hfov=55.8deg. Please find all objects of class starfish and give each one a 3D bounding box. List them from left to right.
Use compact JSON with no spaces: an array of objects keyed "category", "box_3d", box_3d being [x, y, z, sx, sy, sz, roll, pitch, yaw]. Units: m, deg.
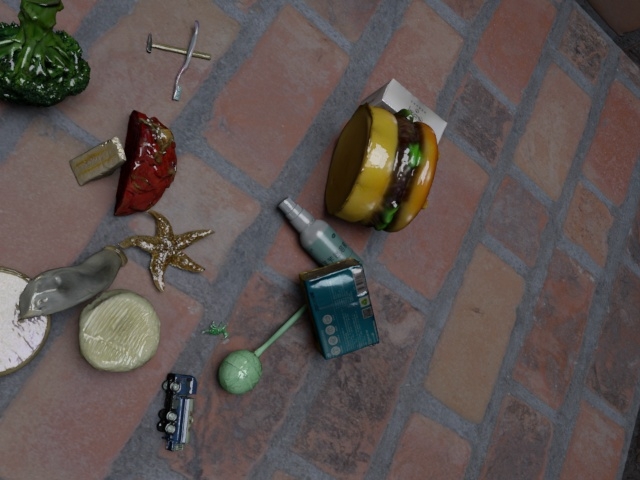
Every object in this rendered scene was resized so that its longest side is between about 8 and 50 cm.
[{"category":"starfish","box_3d":[-0.431,0.026,1.713,0.277,0.062,0.236,-8,84,-33]}]

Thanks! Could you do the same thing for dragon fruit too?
[{"category":"dragon fruit","box_3d":[-0.457,-0.218,1.667,0.152,0.205,0.317,13,75,-26]}]

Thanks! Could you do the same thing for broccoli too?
[{"category":"broccoli","box_3d":[-0.742,-0.486,1.531,0.297,0.297,0.298,14,38,-12]}]

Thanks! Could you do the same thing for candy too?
[{"category":"candy","box_3d":[-0.135,0.286,1.808,0.440,0.119,0.119,-43,101,-35]}]

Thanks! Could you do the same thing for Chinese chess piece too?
[{"category":"Chinese chess piece","box_3d":[-0.795,0.195,1.455,0.269,0.112,0.270,6,78,-28]}]

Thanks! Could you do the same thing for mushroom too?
[{"category":"mushroom","box_3d":[-0.610,0.103,1.515,0.109,0.097,0.351,57,27,-3]}]

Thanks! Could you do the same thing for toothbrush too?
[{"category":"toothbrush","box_3d":[-0.410,-0.552,1.851,0.027,0.021,0.269,22,76,-38]}]

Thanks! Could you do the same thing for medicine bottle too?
[{"category":"medicine bottle","box_3d":[0.000,0.000,1.921,0.352,0.110,0.110,47,63,-13]}]

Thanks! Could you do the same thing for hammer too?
[{"category":"hammer","box_3d":[-0.434,-0.589,1.863,0.198,0.013,0.063,4,78,-28]}]

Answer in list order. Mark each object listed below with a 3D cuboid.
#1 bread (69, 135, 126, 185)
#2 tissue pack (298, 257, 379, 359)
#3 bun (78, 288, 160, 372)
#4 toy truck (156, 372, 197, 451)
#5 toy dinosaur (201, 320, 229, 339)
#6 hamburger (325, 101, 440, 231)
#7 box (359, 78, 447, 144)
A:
[{"category":"bread","box_3d":[-0.597,-0.215,1.624,0.105,0.152,0.077,-24,91,-34]},{"category":"tissue pack","box_3d":[0.056,0.205,1.846,0.192,0.134,0.271,-15,104,-8]},{"category":"bun","box_3d":[-0.528,0.235,1.579,0.220,0.134,0.221,7,77,-34]},{"category":"toy truck","box_3d":[-0.386,0.465,1.642,0.088,0.074,0.202,12,75,-31]},{"category":"toy dinosaur","box_3d":[-0.302,0.267,1.758,0.083,0.021,0.062,-37,111,-30]},{"category":"hamburger","box_3d":[0.200,-0.206,1.917,0.277,0.395,0.396,15,73,-15]},{"category":"box","box_3d":[0.276,-0.414,2.105,0.260,0.194,0.111,32,67,-18]}]
